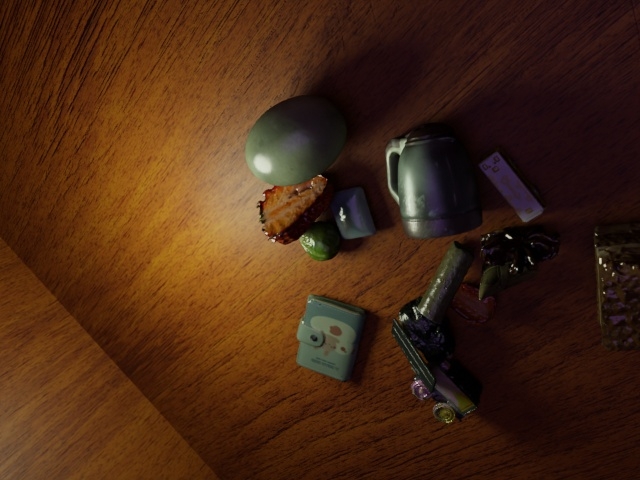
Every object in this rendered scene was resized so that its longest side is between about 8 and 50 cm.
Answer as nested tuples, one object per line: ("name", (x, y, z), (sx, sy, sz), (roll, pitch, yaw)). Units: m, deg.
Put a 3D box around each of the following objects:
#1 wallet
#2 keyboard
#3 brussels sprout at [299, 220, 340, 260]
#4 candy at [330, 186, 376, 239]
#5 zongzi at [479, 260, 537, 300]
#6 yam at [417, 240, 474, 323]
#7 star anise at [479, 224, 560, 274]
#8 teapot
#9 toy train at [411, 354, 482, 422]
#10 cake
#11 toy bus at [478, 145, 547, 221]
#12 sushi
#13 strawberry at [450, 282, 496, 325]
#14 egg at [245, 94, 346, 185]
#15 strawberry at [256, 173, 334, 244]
("wallet", (0.031, 0.381, 1.963), (0.252, 0.083, 0.360), (18, 120, 12))
("keyboard", (0.337, 0.434, 1.715), (0.041, 0.381, 0.103), (-13, 137, -12))
("brussels sprout", (-0.001, 0.001, 1.775), (0.155, 0.117, 0.155), (9, 122, 15))
("candy", (0.106, -0.089, 1.705), (0.138, 0.071, 0.174), (-10, 107, 34))
("zongzi", (0.575, 0.121, 1.506), (0.189, 0.178, 0.081), (-8, 116, 29))
("yam", (0.403, 0.131, 1.601), (0.093, 0.093, 0.259), (27, 99, 13))
("star anise", (0.571, 0.031, 1.455), (0.220, 0.190, 0.125), (5, 111, 26))
("teapot", (0.311, -0.187, 1.494), (0.315, 0.233, 0.311), (7, 112, 55))
("toy train", (0.444, 0.522, 1.787), (0.261, 0.134, 0.177), (46, 124, 1))
("cake", (0.852, 0.113, 1.297), (0.256, 0.290, 0.281), (-2, 113, 29))
("toy bus", (0.554, -0.163, 1.445), (0.081, 0.074, 0.226), (-36, 93, 34))
("sushi", (0.372, 0.302, 1.720), (0.127, 0.124, 0.225), (-30, 96, 28))
("strawberry", (0.489, 0.196, 1.653), (0.188, 0.082, 0.121), (38, 94, 22))
("egg", (-0.081, -0.311, 1.584), (0.352, 0.258, 0.258), (-19, 103, 32))
("strawberry", (-0.080, -0.112, 1.732), (0.280, 0.253, 0.150), (-44, 131, 2))
